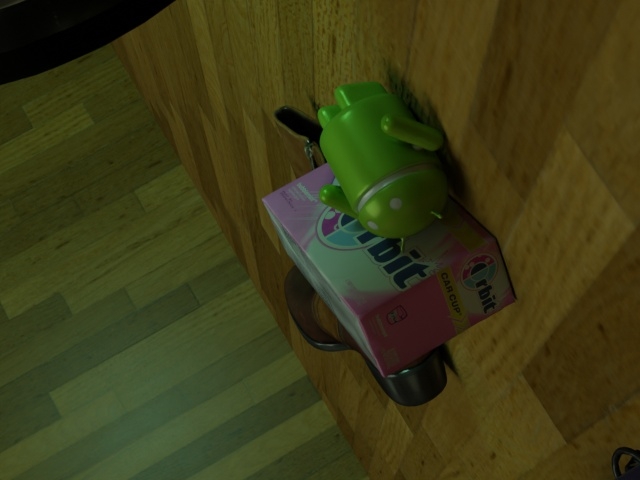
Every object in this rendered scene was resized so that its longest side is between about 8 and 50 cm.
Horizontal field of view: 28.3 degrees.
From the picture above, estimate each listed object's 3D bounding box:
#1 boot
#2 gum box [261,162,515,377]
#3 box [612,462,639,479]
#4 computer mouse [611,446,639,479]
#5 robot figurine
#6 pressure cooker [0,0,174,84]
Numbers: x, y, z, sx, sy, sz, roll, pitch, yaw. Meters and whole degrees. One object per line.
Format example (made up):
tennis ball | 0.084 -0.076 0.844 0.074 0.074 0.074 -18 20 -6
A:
boot | 0.000 0.000 1.219 0.264 0.096 0.280 49 165 56
gum box | 0.042 0.003 0.919 0.188 0.107 0.062 50 167 52
box | 0.199 0.175 0.571 0.179 0.105 0.043 57 172 17
computer mouse | 0.192 0.252 0.801 0.184 0.060 0.262 59 139 21
robot figurine | 0.043 -0.052 0.854 0.101 0.067 0.115 -46 63 44
pressure cooker | -0.184 -0.258 0.462 0.370 0.375 0.420 54 169 24
